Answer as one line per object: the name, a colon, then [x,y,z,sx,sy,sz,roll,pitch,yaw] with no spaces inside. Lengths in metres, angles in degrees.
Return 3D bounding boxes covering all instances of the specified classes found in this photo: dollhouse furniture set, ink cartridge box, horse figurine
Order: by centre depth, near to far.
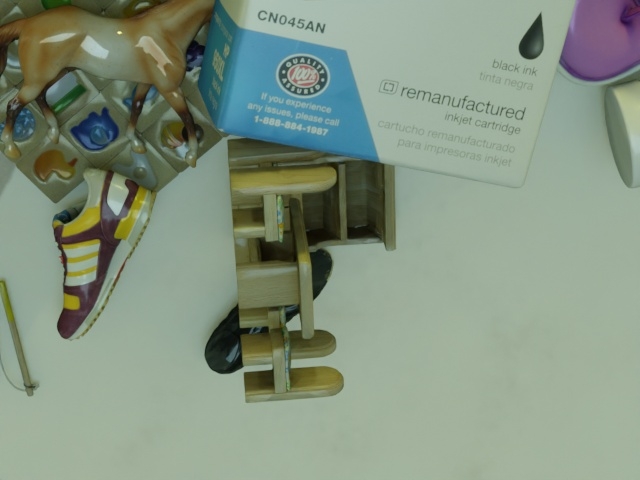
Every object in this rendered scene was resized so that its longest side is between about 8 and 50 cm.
ink cartridge box: [0.077,-0.274,1.327,0.285,0.166,0.395,10,107,-13]
horse figurine: [-0.206,-0.158,1.423,0.263,0.066,0.174,4,120,-9]
dollhouse furniture set: [0.000,0.000,1.427,0.161,0.242,0.212,-4,115,-3]

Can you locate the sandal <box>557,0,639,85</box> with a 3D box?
sandal: [0.365,-0.299,1.373,0.416,0.102,0.169,-43,112,9]

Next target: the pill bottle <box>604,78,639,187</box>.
pill bottle: [0.403,-0.123,1.463,0.245,0.136,0.136,-12,115,1]

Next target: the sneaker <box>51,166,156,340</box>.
sneaker: [-0.232,0.011,1.509,0.084,0.069,0.185,27,111,-10]

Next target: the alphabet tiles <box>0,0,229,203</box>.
alphabet tiles: [-0.224,-0.199,1.445,0.285,0.011,0.342,-39,112,12]

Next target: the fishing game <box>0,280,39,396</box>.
fishing game: [-0.434,0.117,1.557,0.264,0.041,0.189,-17,116,-6]

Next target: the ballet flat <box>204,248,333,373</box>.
ballet flat: [-0.054,0.069,1.572,0.173,0.049,0.057,-43,83,9]
